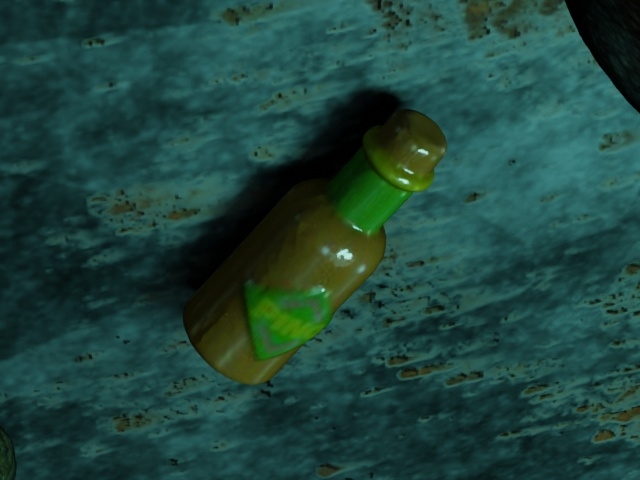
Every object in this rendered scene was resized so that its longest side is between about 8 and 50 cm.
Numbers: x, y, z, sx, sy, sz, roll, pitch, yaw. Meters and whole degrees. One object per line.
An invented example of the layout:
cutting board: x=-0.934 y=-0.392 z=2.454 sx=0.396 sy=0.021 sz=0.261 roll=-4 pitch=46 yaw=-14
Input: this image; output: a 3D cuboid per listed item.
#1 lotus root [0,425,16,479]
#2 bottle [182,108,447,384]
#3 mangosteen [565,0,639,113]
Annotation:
lotus root: x=-0.295 y=0.170 z=1.072 sx=0.260 sy=0.128 sz=0.145 roll=-24 pitch=179 yaw=8
bottle: x=0.000 y=0.000 z=1.042 sx=0.069 sy=0.069 sz=0.187 roll=17 pitch=127 yaw=-36
mangosteen: x=0.252 y=-0.180 z=0.803 sx=0.306 sy=0.359 sz=0.306 roll=15 pitch=148 yaw=9
